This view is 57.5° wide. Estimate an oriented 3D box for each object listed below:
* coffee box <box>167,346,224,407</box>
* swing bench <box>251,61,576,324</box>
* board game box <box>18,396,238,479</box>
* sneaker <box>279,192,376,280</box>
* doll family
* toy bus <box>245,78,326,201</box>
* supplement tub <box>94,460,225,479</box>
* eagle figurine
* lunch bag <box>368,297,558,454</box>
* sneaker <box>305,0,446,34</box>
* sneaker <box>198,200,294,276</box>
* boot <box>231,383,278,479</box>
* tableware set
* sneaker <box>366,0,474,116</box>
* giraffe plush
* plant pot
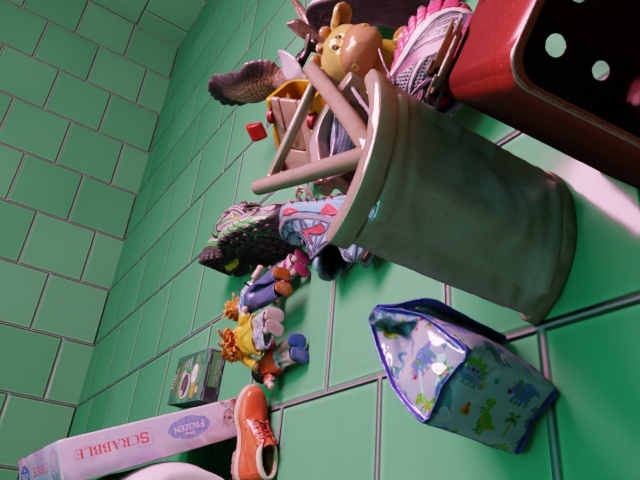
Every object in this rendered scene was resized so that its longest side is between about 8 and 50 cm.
[{"bbox_3d":[-0.267,0.298,1.252,0.184,0.041,0.113,-28,46,51],"label":"coffee box"},{"bbox_3d":[0.101,-0.058,0.616,0.165,0.253,0.255,-65,28,5],"label":"swing bench"},{"bbox_3d":[-0.320,0.355,1.009,0.318,0.319,0.065,-33,67,47],"label":"board game box"},{"bbox_3d":[0.000,0.000,0.922,0.262,0.104,0.125,-8,65,60],"label":"sneaker"},{"bbox_3d":[-0.111,0.125,1.009,0.163,0.119,0.262,-38,38,41],"label":"doll family"},{"bbox_3d":[-0.020,-0.194,1.066,0.104,0.191,0.202,-51,8,-38],"label":"toy bus"},{"bbox_3d":[-0.272,0.478,0.910,0.331,0.241,0.240,-33,43,47],"label":"supplement tub"},{"bbox_3d":[-0.079,-0.300,1.205,0.298,0.225,0.226,-39,52,27],"label":"eagle figurine"},{"bbox_3d":[0.128,0.119,0.571,0.096,0.129,0.151,-60,26,4],"label":"lunch bag"},{"bbox_3d":[0.126,-0.451,1.016,0.296,0.124,0.178,10,62,41],"label":"sneaker"},{"bbox_3d":[-0.150,-0.027,1.179,0.344,0.134,0.146,-17,55,57],"label":"sneaker"},{"bbox_3d":[-0.097,0.305,0.928,0.085,0.059,0.157,-29,54,47],"label":"boot"},{"bbox_3d":[0.129,-0.212,0.532,0.141,0.020,0.168,-59,-8,-68],"label":"tableware set"},{"bbox_3d":[0.115,-0.172,0.791,0.112,0.121,0.299,-104,32,-44],"label":"sneaker"},{"bbox_3d":[0.081,-0.282,0.906,0.210,0.171,0.181,-26,49,53],"label":"giraffe plush"},{"bbox_3d":[0.249,-0.177,0.455,0.236,0.267,0.267,-145,78,-77],"label":"plant pot"}]
